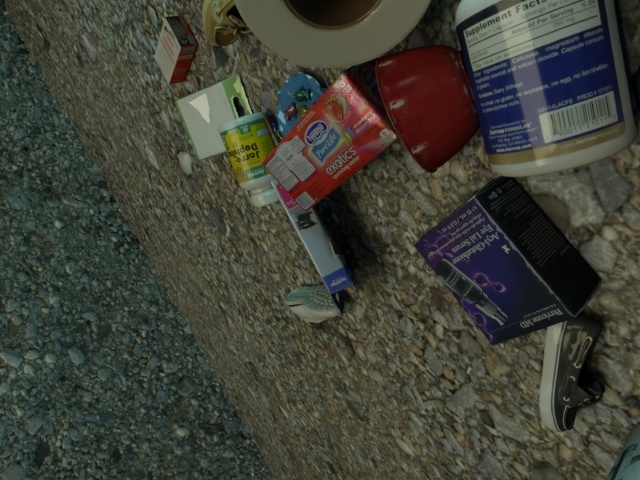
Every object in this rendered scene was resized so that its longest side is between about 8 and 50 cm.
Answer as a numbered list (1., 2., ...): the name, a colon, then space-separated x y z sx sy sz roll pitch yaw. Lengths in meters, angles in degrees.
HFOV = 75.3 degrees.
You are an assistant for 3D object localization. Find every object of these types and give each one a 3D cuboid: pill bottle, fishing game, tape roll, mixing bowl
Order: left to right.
1. pill bottle: -0.157 -0.193 1.008 0.118 0.118 0.208 1 114 52
2. fishing game: -0.040 -0.245 0.855 0.264 0.041 0.189 -23 92 54
3. tape roll: 0.014 -0.369 0.513 0.246 0.247 0.168 132 143 -54
4. mixing bowl: 0.165 -0.196 0.574 0.098 0.181 0.181 -23 96 33
5. pill bottle: 0.239 -0.217 0.457 0.153 0.153 0.264 -1 112 52

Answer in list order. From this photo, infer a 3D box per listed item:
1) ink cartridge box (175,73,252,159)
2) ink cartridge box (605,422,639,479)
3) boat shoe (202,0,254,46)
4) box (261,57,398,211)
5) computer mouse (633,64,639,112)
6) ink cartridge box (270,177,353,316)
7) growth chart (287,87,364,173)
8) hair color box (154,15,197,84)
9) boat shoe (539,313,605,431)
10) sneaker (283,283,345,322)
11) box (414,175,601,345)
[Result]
1. ink cartridge box: -0.264 -0.325 1.109 0.235 0.056 0.170 -9 109 30
2. ink cartridge box: 0.460 0.356 0.525 0.159 0.218 0.092 41 146 27
3. boat shoe: -0.151 -0.470 0.815 0.285 0.105 0.089 -27 89 55
4. box: 0.029 -0.178 0.724 0.128 0.122 0.257 47 137 -8
5. computer mouse: 0.383 -0.084 0.442 0.071 0.041 0.241 -85 -30 -78
6. ink cartridge box: 0.000 0.000 0.912 0.310 0.065 0.186 64 -175 -2
7. growth chart: 0.011 -0.230 0.855 0.237 0.021 0.171 22 129 41
8. hair color box: -0.401 -0.520 1.142 0.167 0.054 0.093 -27 90 57
9. boat shoe: 0.394 0.212 0.638 0.076 0.080 0.228 15 118 48
10. sneaker: -0.004 0.179 1.122 0.235 0.090 0.094 -3 124 56
11. box: 0.274 0.032 0.628 0.207 0.108 0.153 54 144 11
